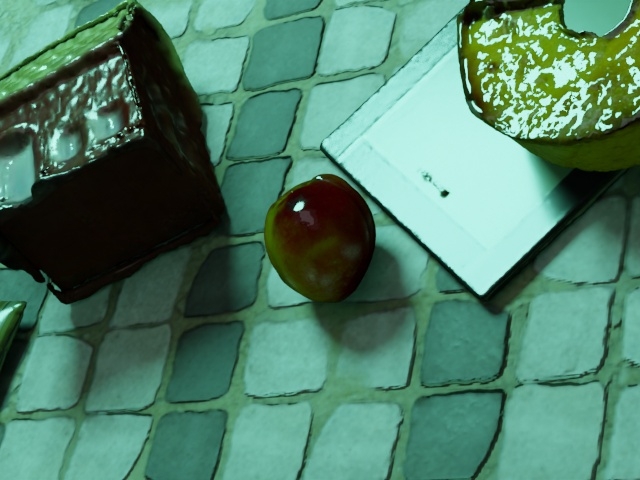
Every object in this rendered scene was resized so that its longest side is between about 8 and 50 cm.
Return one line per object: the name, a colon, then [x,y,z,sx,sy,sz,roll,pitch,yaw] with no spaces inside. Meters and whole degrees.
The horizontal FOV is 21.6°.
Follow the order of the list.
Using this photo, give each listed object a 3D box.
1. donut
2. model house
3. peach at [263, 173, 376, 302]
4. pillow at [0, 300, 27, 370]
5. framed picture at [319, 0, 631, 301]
donut: [0.217,-0.122,1.300,0.259,0.101,0.152,-3,58,31]
model house: [-0.218,-0.099,1.564,0.196,0.160,0.254,-27,45,15]
peach: [0.001,0.001,1.390,0.100,0.101,0.101,-18,51,23]
pillow: [-0.373,0.102,1.605,0.203,0.038,0.113,-1,59,35]
framed picture: [0.186,-0.134,1.411,0.347,0.016,0.265,-44,46,-2]
